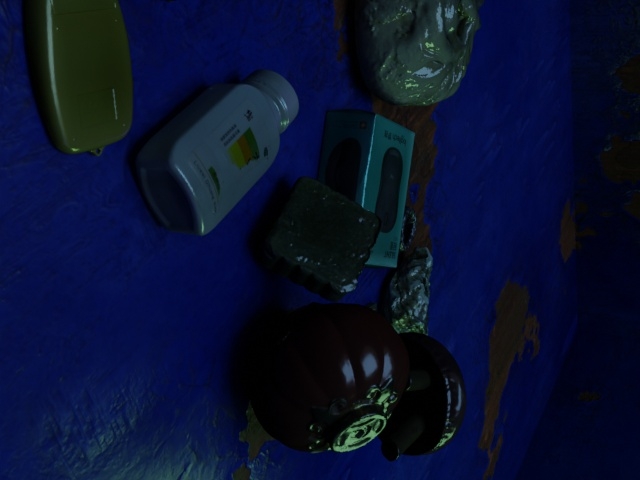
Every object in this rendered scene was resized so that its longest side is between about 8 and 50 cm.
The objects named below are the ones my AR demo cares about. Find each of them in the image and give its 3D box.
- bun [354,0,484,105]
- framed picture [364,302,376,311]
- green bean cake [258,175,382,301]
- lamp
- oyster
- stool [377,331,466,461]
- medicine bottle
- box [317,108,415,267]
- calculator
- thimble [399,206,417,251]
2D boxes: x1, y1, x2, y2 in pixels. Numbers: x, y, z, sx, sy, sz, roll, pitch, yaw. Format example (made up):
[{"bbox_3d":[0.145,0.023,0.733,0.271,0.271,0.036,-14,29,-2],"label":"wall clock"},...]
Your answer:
[{"bbox_3d":[0.221,-0.464,1.646,0.360,0.211,0.359,-24,119,-55],"label":"bun"},{"bbox_3d":[0.074,0.300,1.772,0.209,0.019,0.281,-18,112,-56],"label":"framed picture"},{"bbox_3d":[0.000,0.000,1.420,0.183,0.185,0.094,-64,-177,-29],"label":"green bean cake"},{"bbox_3d":[0.016,0.249,1.421,0.303,0.257,0.303,-20,143,-16],"label":"lamp"},{"bbox_3d":[0.225,0.166,1.903,0.198,0.112,0.267,-36,124,-51],"label":"oyster"},{"bbox_3d":[0.157,0.337,1.670,0.178,0.272,0.272,0,97,-46],"label":"stool"},{"bbox_3d":[-0.149,-0.148,1.204,0.296,0.111,0.161,-53,139,-41],"label":"medicine bottle"},{"bbox_3d":[0.089,-0.098,1.605,0.205,0.118,0.311,10,88,-58],"label":"box"},{"bbox_3d":[-0.303,-0.224,1.004,0.157,0.033,0.236,-34,127,-53],"label":"calculator"},{"bbox_3d":[0.182,-0.031,1.827,0.104,0.066,0.095,-67,149,-22],"label":"thimble"}]
